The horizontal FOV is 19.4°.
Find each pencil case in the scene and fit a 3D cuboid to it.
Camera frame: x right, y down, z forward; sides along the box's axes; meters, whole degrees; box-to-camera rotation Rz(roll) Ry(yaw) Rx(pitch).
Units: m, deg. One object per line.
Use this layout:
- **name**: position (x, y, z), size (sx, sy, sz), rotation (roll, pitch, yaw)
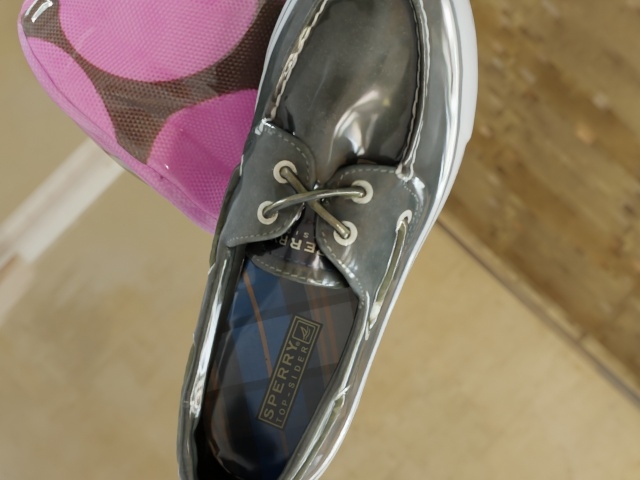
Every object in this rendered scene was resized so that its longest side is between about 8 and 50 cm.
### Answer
- **pencil case**: position (0.014, -0.102, 0.465), size (0.095, 0.209, 0.098), rotation (40, 3, -24)

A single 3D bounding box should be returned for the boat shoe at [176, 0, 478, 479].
- **boat shoe**: position (0.000, 0.000, 0.414), size (0.049, 0.142, 0.040), rotation (17, 20, 9)
